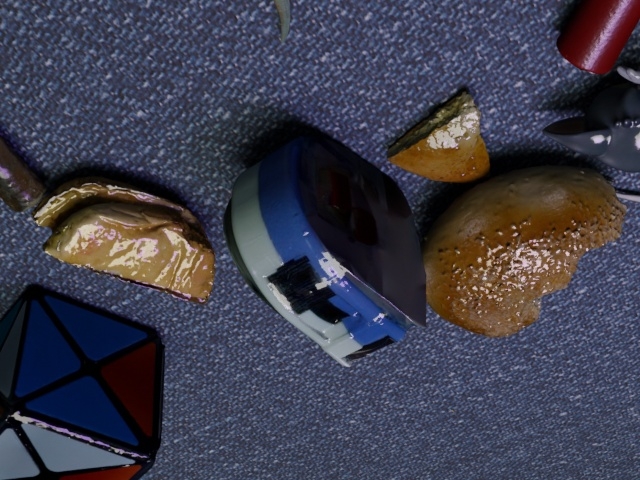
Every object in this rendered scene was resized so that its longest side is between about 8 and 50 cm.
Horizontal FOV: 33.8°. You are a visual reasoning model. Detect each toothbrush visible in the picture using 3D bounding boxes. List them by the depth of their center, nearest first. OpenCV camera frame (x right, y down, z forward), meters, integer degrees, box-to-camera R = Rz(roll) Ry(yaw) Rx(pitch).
[{"bbox_3d":[0.509,-0.053,1.542,0.288,0.024,0.026,14,118,-17],"label":"toothbrush"}]

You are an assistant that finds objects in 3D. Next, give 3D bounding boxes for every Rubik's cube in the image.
[{"bbox_3d":[-0.405,0.261,1.621,0.248,0.246,0.250,27,127,-28],"label":"Rubik's cube"}]

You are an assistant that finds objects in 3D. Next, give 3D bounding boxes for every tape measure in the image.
[{"bbox_3d":[0.001,0.002,1.382,0.262,0.259,0.138,33,124,-32],"label":"tape measure"}]

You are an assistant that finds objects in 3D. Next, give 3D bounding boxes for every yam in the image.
[{"bbox_3d":[-0.449,-0.141,1.343,0.061,0.061,0.274,-21,130,16],"label":"yam"}]

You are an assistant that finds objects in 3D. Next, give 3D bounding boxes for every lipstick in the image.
[{"bbox_3d":[0.361,-0.307,1.230,0.080,0.080,0.241,11,133,-16],"label":"lipstick"}]

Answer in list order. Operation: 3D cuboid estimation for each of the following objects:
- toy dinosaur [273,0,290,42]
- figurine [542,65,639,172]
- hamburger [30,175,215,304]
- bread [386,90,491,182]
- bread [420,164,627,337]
[{"bbox_3d":[-0.062,-0.317,1.215,0.106,0.044,0.187,21,144,-7],"label":"toy dinosaur"},{"bbox_3d":[0.448,-0.136,1.326,0.193,0.265,0.140,-3,116,-38],"label":"figurine"},{"bbox_3d":[-0.260,-0.014,1.456,0.262,0.124,0.131,19,112,-28],"label":"hamburger"},{"bbox_3d":[0.156,-0.123,1.419,0.136,0.054,0.154,-10,133,9],"label":"bread"},{"bbox_3d":[0.258,0.009,1.466,0.314,0.171,0.192,-35,140,25],"label":"bread"}]
